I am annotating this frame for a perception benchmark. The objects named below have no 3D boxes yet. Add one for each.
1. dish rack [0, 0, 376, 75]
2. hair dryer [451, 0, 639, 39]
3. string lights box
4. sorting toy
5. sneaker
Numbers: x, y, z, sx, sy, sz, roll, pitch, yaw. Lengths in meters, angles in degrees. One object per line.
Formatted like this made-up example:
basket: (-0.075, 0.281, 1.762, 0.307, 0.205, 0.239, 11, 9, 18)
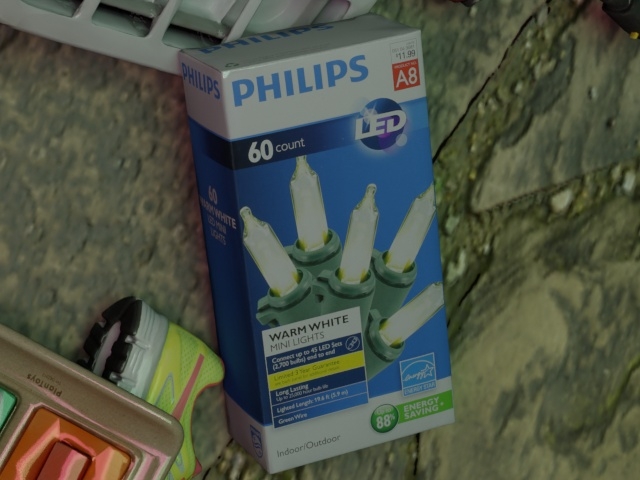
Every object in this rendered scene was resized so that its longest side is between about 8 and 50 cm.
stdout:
dish rack: (-0.034, -0.251, 1.107, 0.286, 0.072, 0.333, 12, 123, -45)
hair dryer: (0.118, -0.258, 1.279, 0.294, 0.080, 0.223, 15, 70, -26)
string lights box: (0.000, 0.000, 1.189, 0.133, 0.077, 0.259, -14, 111, -20)
sorting toy: (-0.198, 0.151, 1.098, 0.348, 0.047, 0.196, 28, 87, 2)
sneaker: (-0.118, 0.146, 1.180, 0.094, 0.081, 0.208, 24, 88, -32)
